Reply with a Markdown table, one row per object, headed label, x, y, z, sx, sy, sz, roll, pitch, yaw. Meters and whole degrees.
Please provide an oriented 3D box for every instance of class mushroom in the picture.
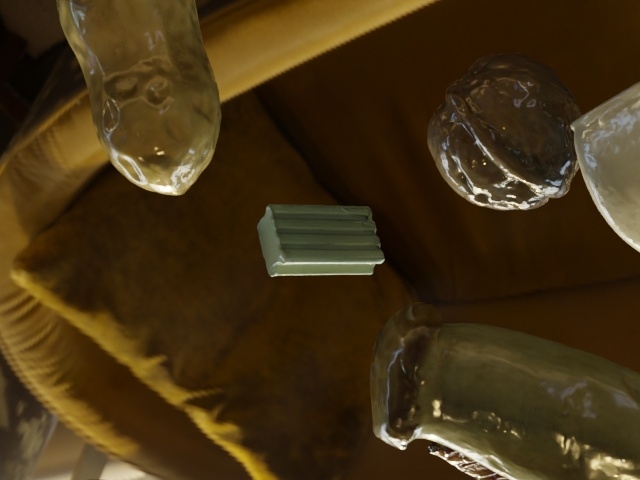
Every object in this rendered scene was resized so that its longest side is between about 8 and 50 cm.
| label | x | y | z | sx | sy | sz | roll | pitch | yaw |
| --- | --- | --- | --- | --- | --- | --- | --- | --- | --- |
| mushroom | 0.190 | 0.136 | 0.763 | 0.333 | 0.087 | 0.107 | 20 | 108 | 8 |

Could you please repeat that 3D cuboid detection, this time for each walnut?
| label | x | y | z | sx | sy | sz | roll | pitch | yaw |
| --- | --- | --- | --- | --- | --- | --- | --- | --- | --- |
| walnut | 0.256 | -0.146 | 1.534 | 0.224 | 0.224 | 0.224 | 7 | 135 | 7 |

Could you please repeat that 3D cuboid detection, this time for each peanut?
| label | x | y | z | sx | sy | sz | roll | pitch | yaw |
| --- | --- | --- | --- | --- | --- | --- | --- | --- | --- |
| peanut | -0.178 | -0.191 | 1.063 | 0.147 | 0.319 | 0.147 | -12 | 156 | -6 |

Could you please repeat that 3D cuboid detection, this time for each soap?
| label | x | y | z | sx | sy | sz | roll | pitch | yaw |
| --- | --- | --- | --- | --- | --- | --- | --- | --- | --- |
| soap | 0.000 | 0.000 | 1.886 | 0.198 | 0.114 | 0.063 | 1 | 150 | -28 |

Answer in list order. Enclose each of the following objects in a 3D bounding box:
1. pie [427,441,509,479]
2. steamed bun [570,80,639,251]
| label | x | y | z | sx | sy | sz | roll | pitch | yaw |
| --- | --- | --- | --- | --- | --- | --- | --- | --- | --- |
| pie | 0.249 | 0.346 | 1.769 | 0.170 | 0.034 | 0.092 | 31 | 125 | -26 |
| steamed bun | 0.334 | -0.075 | 0.893 | 0.146 | 0.241 | 0.164 | -35 | 80 | 51 |
